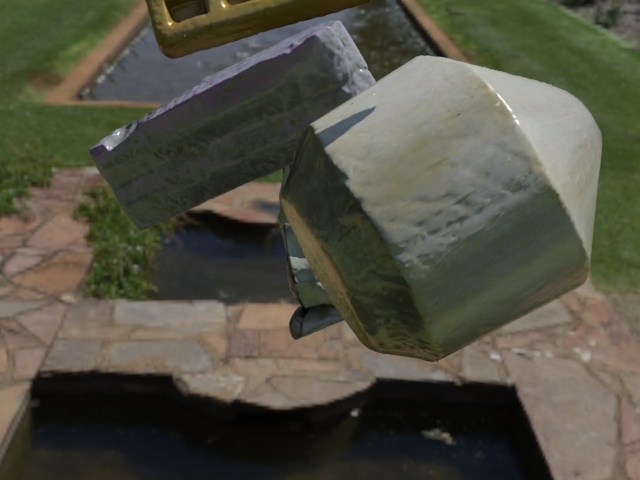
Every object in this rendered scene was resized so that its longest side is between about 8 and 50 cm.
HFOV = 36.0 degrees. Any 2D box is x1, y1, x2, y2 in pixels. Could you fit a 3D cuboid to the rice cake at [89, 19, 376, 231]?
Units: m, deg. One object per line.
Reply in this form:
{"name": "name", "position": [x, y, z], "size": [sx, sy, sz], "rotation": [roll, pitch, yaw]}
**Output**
{"name": "rice cake", "position": [-0.083, -0.098, 0.898], "size": [0.298, 0.106, 0.050], "rotation": [-20, 23, 31]}

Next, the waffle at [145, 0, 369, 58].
{"name": "waffle", "position": [-0.026, -0.196, 0.633], "size": [0.191, 0.125, 0.032], "rotation": [-17, -11, -1]}

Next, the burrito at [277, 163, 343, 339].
{"name": "burrito", "position": [0.001, 0.003, 1.520], "size": [0.135, 0.190, 0.332], "rotation": [4, 25, -4]}

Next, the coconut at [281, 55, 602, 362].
{"name": "coconut", "position": [0.094, -0.029, 0.696], "size": [0.222, 0.202, 0.202], "rotation": [-29, 25, -3]}
